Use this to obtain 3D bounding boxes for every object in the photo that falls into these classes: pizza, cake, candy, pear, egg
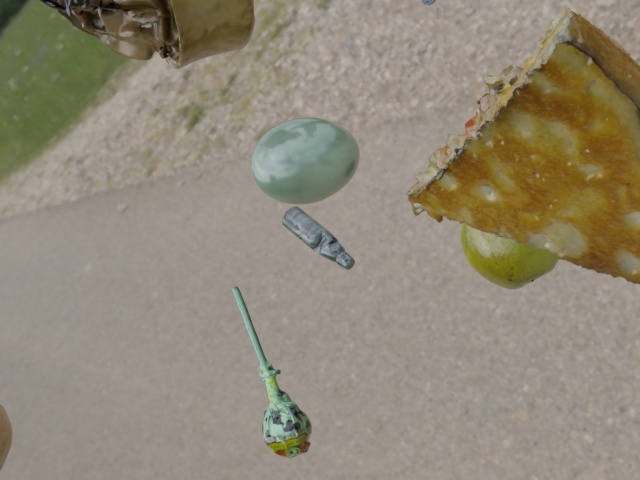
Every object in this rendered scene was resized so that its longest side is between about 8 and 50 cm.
[{"bbox_3d":[0.282,-0.109,1.236,0.406,0.440,0.130,-3,46,40],"label":"pizza"},{"bbox_3d":[-0.305,-0.427,1.522,0.321,0.332,0.332,-20,20,-14],"label":"cake"},{"bbox_3d":[-0.093,0.221,1.576,0.083,0.305,0.091,-21,-6,0],"label":"candy"},{"bbox_3d":[0.357,-0.012,1.725,0.198,0.198,0.198,-39,27,24],"label":"pear"},{"bbox_3d":[-0.026,-0.139,1.614,0.192,0.149,0.149,-12,30,-1],"label":"egg"}]

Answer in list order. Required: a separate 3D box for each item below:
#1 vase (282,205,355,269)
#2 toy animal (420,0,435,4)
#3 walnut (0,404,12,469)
[{"bbox_3d":[0.000,0.000,2.152,0.211,0.060,0.060,40,90,27],"label":"vase"},{"bbox_3d":[0.237,-0.585,1.821,0.239,0.176,0.255,9,98,28],"label":"toy animal"},{"bbox_3d":[-0.595,0.312,1.377,0.261,0.225,0.225,-31,17,-23],"label":"walnut"}]
